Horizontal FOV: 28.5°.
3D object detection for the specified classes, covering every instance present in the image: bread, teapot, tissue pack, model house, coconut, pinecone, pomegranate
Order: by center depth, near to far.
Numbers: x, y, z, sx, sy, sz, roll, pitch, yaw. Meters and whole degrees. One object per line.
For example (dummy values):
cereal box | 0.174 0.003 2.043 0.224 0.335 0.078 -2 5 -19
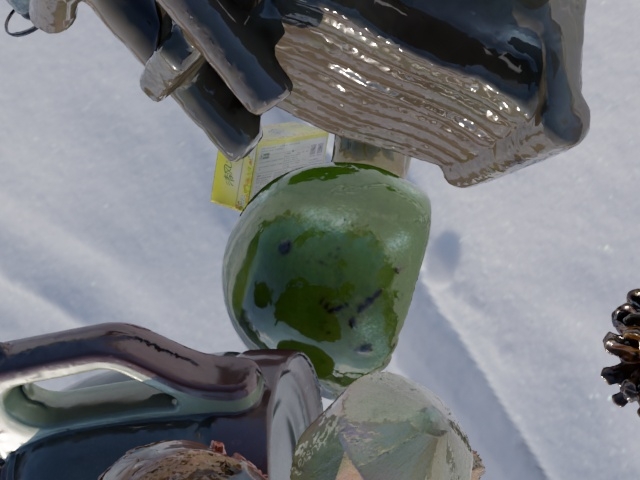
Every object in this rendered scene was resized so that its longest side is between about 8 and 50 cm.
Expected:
model house | 0.005 -0.095 0.328 0.188 0.122 0.229 44 159 -1
bread | -0.098 0.223 0.906 0.073 0.160 0.161 -2 116 58
coconut | 0.048 0.158 0.917 0.116 0.116 0.122 47 128 1
teapot | -0.172 0.197 1.183 0.312 0.233 0.315 -4 131 12
pomegranate | 0.000 0.000 1.472 0.216 0.359 0.310 11 165 -4
tissue pack | -0.065 -0.098 1.644 0.062 0.176 0.095 20 109 28
pinecone | 0.467 0.153 1.703 0.168 0.212 0.186 -13 101 28

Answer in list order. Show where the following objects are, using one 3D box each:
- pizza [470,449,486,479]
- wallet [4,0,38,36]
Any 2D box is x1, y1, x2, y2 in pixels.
pizza | 0.193 0.373 1.979 0.246 0.127 0.058 77 171 -64
wallet | -0.190 -0.352 1.017 0.068 0.335 0.275 41 171 44
